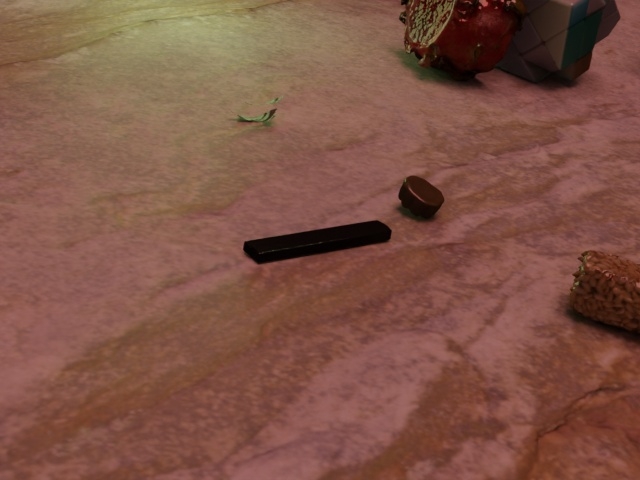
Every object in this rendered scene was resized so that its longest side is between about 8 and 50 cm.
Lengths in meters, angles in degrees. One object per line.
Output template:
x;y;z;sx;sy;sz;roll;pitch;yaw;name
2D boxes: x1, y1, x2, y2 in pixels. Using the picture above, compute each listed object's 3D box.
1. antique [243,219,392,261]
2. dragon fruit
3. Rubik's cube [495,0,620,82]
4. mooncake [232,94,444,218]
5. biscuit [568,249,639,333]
0.000;0.000;1.201;0.192;0.015;0.031;-10;35;-35;antique
0.231;-0.391;1.876;0.147;0.211;0.282;3;1;-30;dragon fruit
0.431;-0.434;1.968;0.224;0.265;0.213;32;49;30;Rubik's cube
0.019;-0.125;1.409;0.150;0.057;0.347;8;21;-37;mooncake
0.356;0.068;1.156;0.168;0.070;0.082;19;31;10;biscuit
